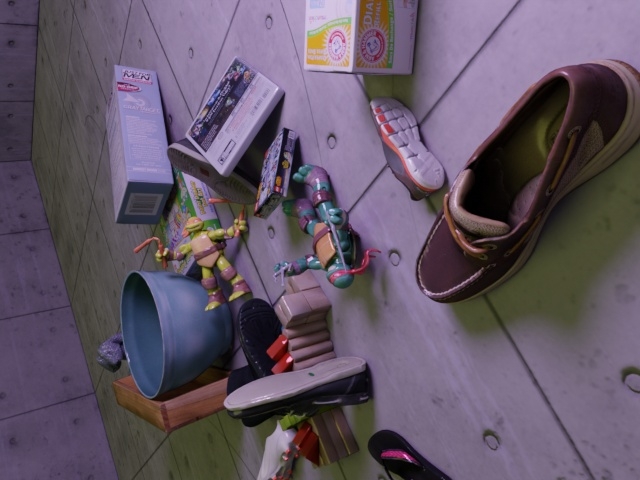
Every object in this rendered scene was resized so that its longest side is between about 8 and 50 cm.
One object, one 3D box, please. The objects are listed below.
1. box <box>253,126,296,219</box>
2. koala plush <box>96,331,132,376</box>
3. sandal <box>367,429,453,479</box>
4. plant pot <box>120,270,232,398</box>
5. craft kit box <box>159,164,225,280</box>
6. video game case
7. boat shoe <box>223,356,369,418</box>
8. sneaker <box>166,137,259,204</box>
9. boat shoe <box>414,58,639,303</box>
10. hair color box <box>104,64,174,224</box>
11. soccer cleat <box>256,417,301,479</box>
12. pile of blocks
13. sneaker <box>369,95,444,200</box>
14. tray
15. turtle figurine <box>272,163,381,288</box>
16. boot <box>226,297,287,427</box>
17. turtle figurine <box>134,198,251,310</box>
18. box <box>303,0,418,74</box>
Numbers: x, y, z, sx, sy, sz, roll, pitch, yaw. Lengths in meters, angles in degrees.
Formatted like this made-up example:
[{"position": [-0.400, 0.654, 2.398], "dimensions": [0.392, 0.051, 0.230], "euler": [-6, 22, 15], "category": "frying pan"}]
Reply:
[{"position": [-0.079, -0.116, 0.973], "dimensions": [0.094, 0.027, 0.136], "euler": [-42, 36, 55], "category": "box"}, {"position": [-0.552, 0.378, 1.747], "dimensions": [0.221, 0.203, 0.196], "euler": [51, 150, 5], "category": "koala plush"}, {"position": [0.127, 0.342, 0.838], "dimensions": [0.179, 0.040, 0.067], "euler": [19, 114, 52], "category": "sandal"}, {"position": [-0.332, 0.206, 1.325], "dimensions": [0.293, 0.197, 0.292], "euler": [9, 102, 53], "category": "plant pot"}, {"position": [-0.335, -0.051, 1.396], "dimensions": [0.250, 0.061, 0.246], "euler": [-47, 63, 50], "category": "craft kit box"}, {"position": [-0.167, -0.238, 1.057], "dimensions": [0.190, 0.022, 0.173], "euler": [-54, 49, 11], "category": "video game case"}, {"position": [-0.033, 0.248, 0.881], "dimensions": [0.084, 0.233, 0.079], "euler": [-156, 58, -70], "category": "boat shoe"}, {"position": [-0.193, -0.165, 1.144], "dimensions": [0.222, 0.118, 0.083], "euler": [31, 143, 13], "category": "sneaker"}, {"position": [0.178, -0.041, 0.590], "dimensions": [0.123, 0.123, 0.342], "euler": [62, 142, 25], "category": "boat shoe"}, {"position": [-0.473, -0.245, 1.435], "dimensions": [0.185, 0.114, 0.374], "euler": [-50, 48, 48], "category": "hair color box"}, {"position": [-0.091, 0.453, 1.168], "dimensions": [0.076, 0.068, 0.196], "euler": [53, 131, 41], "category": "soccer cleat"}, {"position": [-0.044, 0.241, 0.997], "dimensions": [0.149, 0.113, 0.361], "euler": [-11, 89, 56], "category": "pile of blocks"}, {"position": [0.101, -0.120, 0.742], "dimensions": [0.157, 0.061, 0.065], "euler": [66, 150, 20], "category": "sneaker"}, {"position": [-0.372, 0.384, 1.425], "dimensions": [0.411, 0.203, 0.076], "euler": [-7, 96, 56], "category": "tray"}, {"position": [0.000, 0.000, 0.867], "dimensions": [0.175, 0.118, 0.234], "euler": [-47, 42, 30], "category": "turtle figurine"}, {"position": [-0.145, 0.262, 1.162], "dimensions": [0.207, 0.094, 0.246], "euler": [-33, 78, 50], "category": "boot"}, {"position": [-0.254, 0.039, 1.216], "dimensions": [0.087, 0.270, 0.217], "euler": [-33, -80, -82], "category": "turtle figurine"}, {"position": [0.053, -0.318, 0.718], "dimensions": [0.114, 0.103, 0.202], "euler": [27, 120, 50], "category": "box"}]
